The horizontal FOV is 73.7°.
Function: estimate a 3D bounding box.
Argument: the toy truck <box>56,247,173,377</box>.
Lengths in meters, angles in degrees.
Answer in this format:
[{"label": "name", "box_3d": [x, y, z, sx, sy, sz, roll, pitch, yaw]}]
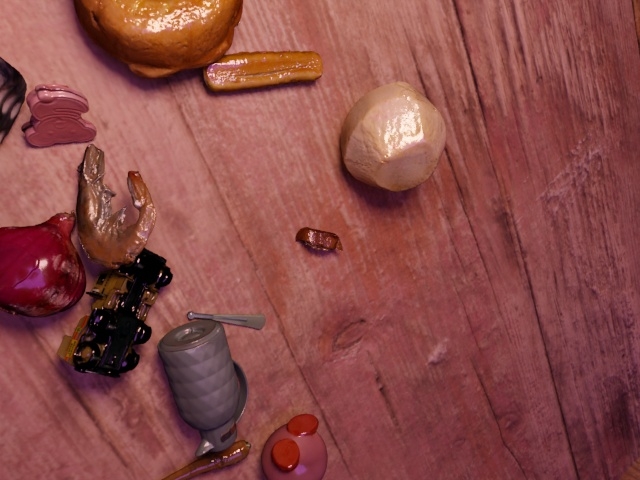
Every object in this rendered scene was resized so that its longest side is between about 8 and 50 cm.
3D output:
[{"label": "toy truck", "box_3d": [-0.408, 0.134, 0.858, 0.257, 0.127, 0.127, -69, 154, -16]}]

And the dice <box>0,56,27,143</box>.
[{"label": "dice", "box_3d": [-0.611, -0.242, 0.687, 0.183, 0.182, 0.181, 30, 83, -25]}]

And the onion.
[{"label": "onion", "box_3d": [-0.524, 0.030, 0.792, 0.195, 0.140, 0.218, 28, 71, -7]}]

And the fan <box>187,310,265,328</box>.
[{"label": "fan", "box_3d": [-0.223, 0.189, 1.028, 0.193, 0.016, 0.038, 11, 94, -28]}]

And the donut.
[{"label": "donut", "box_3d": [-0.304, -0.476, 0.817, 0.299, 0.150, 0.317, 23, 80, -14]}]

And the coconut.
[{"label": "coconut", "box_3d": [0.177, -0.255, 1.060, 0.259, 0.259, 0.259, -3, 98, -26]}]

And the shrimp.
[{"label": "shrimp", "box_3d": [-0.398, -0.071, 0.825, 0.173, 0.058, 0.253, -9, 80, 13]}]

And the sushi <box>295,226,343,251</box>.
[{"label": "sushi", "box_3d": [0.000, 0.000, 1.095, 0.120, 0.052, 0.055, 10, 92, -27]}]

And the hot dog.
[{"label": "hot dog", "box_3d": [-0.127, -0.388, 0.978, 0.286, 0.061, 0.088, -10, 101, -23]}]

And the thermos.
[{"label": "thermos", "box_3d": [-0.249, 0.328, 0.972, 0.182, 0.145, 0.286, -32, 116, -52]}]

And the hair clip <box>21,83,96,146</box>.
[{"label": "hair clip", "box_3d": [-0.479, -0.228, 0.783, 0.123, 0.138, 0.102, -14, 108, -32]}]

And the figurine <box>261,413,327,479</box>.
[{"label": "figurine", "box_3d": [-0.065, 0.550, 1.071, 0.173, 0.173, 0.173, -3, 98, -26]}]

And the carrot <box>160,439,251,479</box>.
[{"label": "carrot", "box_3d": [-0.288, 0.545, 1.025, 0.254, 0.049, 0.049, -14, 102, -22]}]
